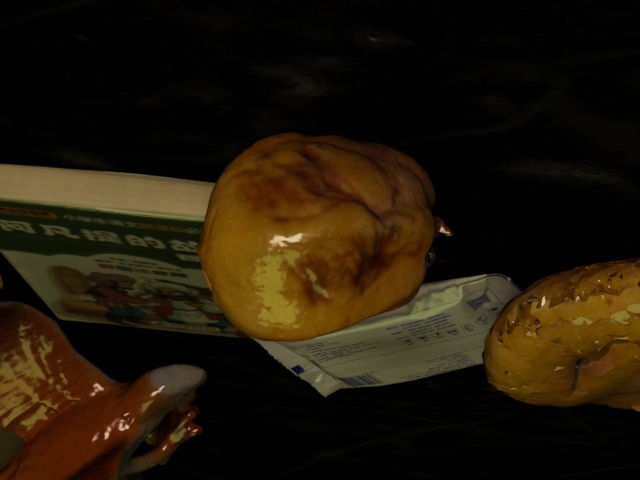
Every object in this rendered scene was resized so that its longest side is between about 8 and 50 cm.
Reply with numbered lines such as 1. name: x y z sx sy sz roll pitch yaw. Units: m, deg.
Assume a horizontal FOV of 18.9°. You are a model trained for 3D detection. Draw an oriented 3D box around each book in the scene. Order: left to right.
1. book: -0.107 0.013 1.250 0.202 0.027 0.264 6 162 9

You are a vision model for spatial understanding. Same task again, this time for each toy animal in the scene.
1. toy animal: -0.227 0.198 1.528 0.302 0.225 0.284 -11 156 -43

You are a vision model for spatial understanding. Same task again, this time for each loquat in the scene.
1. loquat: 0.000 0.000 1.030 0.137 0.113 0.137 -11 154 -5

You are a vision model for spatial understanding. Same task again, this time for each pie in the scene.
1. pie: 0.230 0.068 1.180 0.273 0.069 0.273 4 163 1

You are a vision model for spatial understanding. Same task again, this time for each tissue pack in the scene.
1. tissue pack: 0.060 0.063 1.268 0.193 0.026 0.122 -15 150 24

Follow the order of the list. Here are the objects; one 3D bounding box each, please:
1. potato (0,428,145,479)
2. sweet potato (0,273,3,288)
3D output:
1. potato: -0.247 0.229 1.780 0.165 0.165 0.262 7 158 7
2. sweet potato: -0.312 0.020 1.298 0.243 0.077 0.077 -1 159 27
